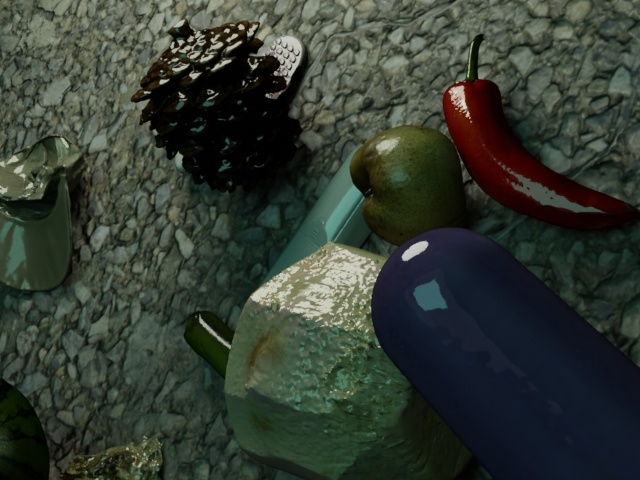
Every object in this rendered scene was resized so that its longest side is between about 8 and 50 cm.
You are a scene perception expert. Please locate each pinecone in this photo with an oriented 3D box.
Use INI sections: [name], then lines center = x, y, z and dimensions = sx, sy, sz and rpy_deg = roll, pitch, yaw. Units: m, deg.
[pinecone]
center = -0.149, -0.194, 1.935
dimensions = 0.224, 0.273, 0.224
rpy_deg = -19, 22, 8

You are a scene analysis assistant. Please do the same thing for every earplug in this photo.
[earplug]
center = 0.237, 0.174, 1.399
dimensions = 0.456, 0.215, 0.215
rpy_deg = 45, 102, 8

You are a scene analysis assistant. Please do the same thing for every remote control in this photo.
[remote control]
center = 0.000, 0.001, 1.881
dimensions = 0.103, 0.051, 0.293
rpy_deg = 38, 96, 40

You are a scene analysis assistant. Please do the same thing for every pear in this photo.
[pear]
center = 0.118, -0.070, 1.752
dimensions = 0.167, 0.136, 0.167
rpy_deg = 174, 90, -70

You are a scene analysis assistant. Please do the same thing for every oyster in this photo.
[oyster]
center = -0.304, 0.351, 1.962
dimensions = 0.165, 0.053, 0.108
rpy_deg = -19, 71, 22

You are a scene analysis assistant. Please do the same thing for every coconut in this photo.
[coconut]
center = 0.035, 0.158, 1.640
dimensions = 0.309, 0.297, 0.298
rpy_deg = 13, 79, 36

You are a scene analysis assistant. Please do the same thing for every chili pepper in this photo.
[chili pepper]
center = 0.258, -0.114, 1.728
dimensions = 0.137, 0.092, 0.368
rpy_deg = -34, 59, -2

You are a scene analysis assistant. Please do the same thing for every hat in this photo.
[hat]
center = -0.469, -0.049, 2.245
dimensions = 0.214, 0.149, 0.245
rpy_deg = -2, 106, 29

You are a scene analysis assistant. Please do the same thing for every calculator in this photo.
[calculator]
center = -0.082, -0.246, 2.064
dimensions = 0.103, 0.024, 0.166
rpy_deg = 37, 93, 40

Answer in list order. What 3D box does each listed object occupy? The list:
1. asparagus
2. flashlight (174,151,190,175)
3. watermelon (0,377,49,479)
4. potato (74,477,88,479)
[asparagus]
center = -0.101, 0.191, 1.873
dimensions = 0.067, 0.060, 0.277
rpy_deg = -41, 50, -9
[flashlight]
center = -0.212, -0.181, 2.119
dimensions = 0.093, 0.047, 0.200
rpy_deg = -43, 49, 14
[watermelon]
center = -0.541, 0.310, 1.843
dimensions = 0.189, 0.330, 0.331
rpy_deg = 118, 153, -63
[potato]
center = -0.366, 0.492, 1.884
dimensions = 0.173, 0.140, 0.300
rpy_deg = 27, 89, 31
